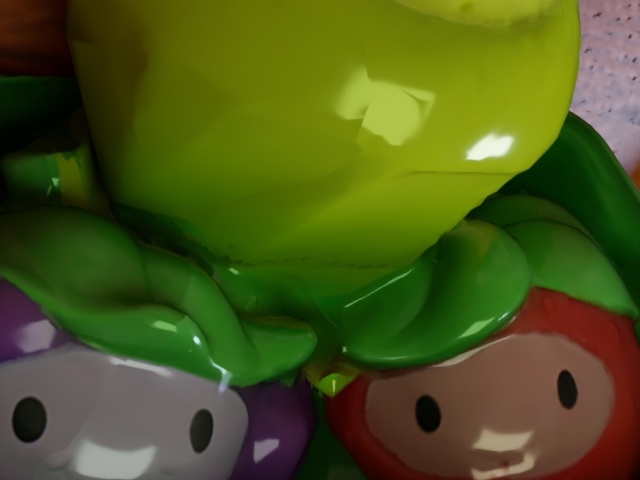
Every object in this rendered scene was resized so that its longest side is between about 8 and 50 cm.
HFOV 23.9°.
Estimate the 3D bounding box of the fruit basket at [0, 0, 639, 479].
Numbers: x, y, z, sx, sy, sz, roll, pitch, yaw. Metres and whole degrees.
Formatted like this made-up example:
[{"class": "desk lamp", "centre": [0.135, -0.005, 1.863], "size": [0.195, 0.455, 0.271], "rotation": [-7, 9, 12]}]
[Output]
[{"class": "fruit basket", "centre": [0.000, 0.000, 0.527], "size": [0.392, 0.283, 0.392], "rotation": [-15, 143, -12]}]
